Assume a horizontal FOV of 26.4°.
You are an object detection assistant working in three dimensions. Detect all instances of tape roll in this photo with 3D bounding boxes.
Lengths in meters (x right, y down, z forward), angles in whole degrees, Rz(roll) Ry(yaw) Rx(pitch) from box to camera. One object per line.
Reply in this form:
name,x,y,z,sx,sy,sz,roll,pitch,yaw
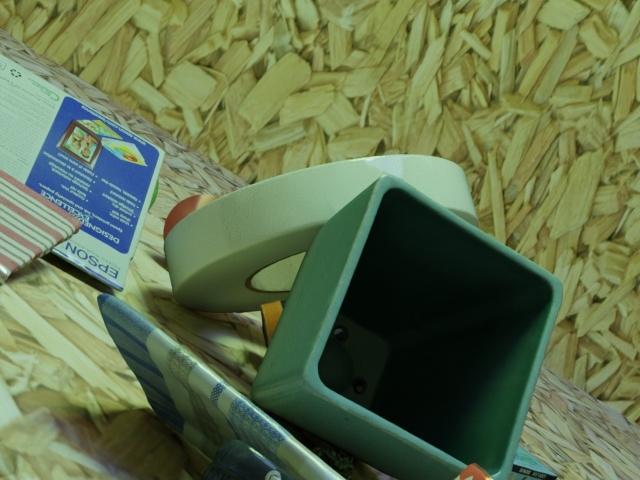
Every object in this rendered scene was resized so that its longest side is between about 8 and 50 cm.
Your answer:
tape roll,0.000,0.000,1.677,0.392,0.392,0.072,20,53,-64

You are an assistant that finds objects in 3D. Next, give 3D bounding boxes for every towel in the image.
towel,-0.345,-0.022,1.414,0.144,0.029,0.197,32,21,3
towel,-0.062,0.169,1.119,0.285,0.034,0.209,36,-18,23

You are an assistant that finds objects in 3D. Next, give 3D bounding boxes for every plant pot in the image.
plant pot,0.063,0.117,1.461,0.248,0.247,0.252,31,-26,-19

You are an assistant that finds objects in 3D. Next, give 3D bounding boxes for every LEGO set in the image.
LEGO set,0.013,0.229,1.416,0.054,0.023,0.083,34,6,11

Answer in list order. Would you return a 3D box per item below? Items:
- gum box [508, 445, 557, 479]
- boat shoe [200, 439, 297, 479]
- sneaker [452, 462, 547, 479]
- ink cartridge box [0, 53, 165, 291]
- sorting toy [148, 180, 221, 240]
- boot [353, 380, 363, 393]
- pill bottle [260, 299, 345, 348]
gum box,0.231,0.290,1.952,0.184,0.041,0.157,39,9,36
boat shoe,0.026,0.235,0.945,0.114,0.091,0.302,9,-23,47
sneaker,0.218,0.309,1.235,0.350,0.148,0.131,32,5,-36
ink cartridge box,-0.351,-0.086,1.637,0.304,0.072,0.307,32,34,-16
sorting toy,-0.277,-0.051,1.919,0.365,0.127,0.126,30,-23,-3
boot,0.076,0.190,1.706,0.115,0.112,0.305,19,13,-21
pill bottle,0.051,0.098,1.684,0.246,0.130,0.130,-12,14,-6
